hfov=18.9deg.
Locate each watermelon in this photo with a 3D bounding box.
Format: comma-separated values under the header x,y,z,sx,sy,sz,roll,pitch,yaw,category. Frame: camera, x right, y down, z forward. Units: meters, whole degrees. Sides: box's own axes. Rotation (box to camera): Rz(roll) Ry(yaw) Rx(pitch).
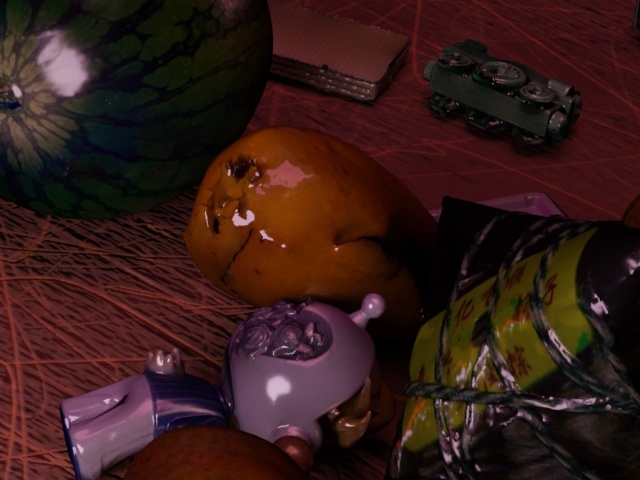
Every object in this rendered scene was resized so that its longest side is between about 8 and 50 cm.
x,y,z,sx,sy,sz,roll,pitch,yaw,category
-0.219,-0.186,1.824,0.363,0.363,0.363,4,36,-3,watermelon

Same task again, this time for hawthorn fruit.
x,y,z,sx,sy,sz,roll,pitch,yaw,category
-0.051,0.254,1.369,0.248,0.208,0.208,28,34,-11,hawthorn fruit

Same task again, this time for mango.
x,y,z,sx,sy,sz,roll,pitch,yaw,category
0.000,0.000,1.691,0.201,0.287,0.152,-17,61,26,mango

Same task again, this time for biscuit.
x,y,z,sx,sy,sz,roll,pitch,yaw,category
-0.011,-0.214,2.135,0.199,0.040,0.121,17,35,14,biscuit

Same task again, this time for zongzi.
x,y,z,sx,sy,sz,roll,pitch,yaw,category
0.192,0.060,1.507,0.319,0.383,0.362,35,41,-37,zongzi

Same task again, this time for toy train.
x,y,z,sx,sy,sz,roll,pitch,yaw,category
0.198,-0.158,2.065,0.178,0.071,0.105,25,29,27,toy train

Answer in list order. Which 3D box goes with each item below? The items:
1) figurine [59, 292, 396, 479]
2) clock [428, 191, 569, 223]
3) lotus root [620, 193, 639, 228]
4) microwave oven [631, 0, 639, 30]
x,y,z,sx,sy,sz,roll,pitch,yaw,category
-0.079,0.125,1.592,0.274,0.133,0.194,-4,23,9,figurine
0.187,0.041,1.788,0.150,0.063,0.197,-11,39,-22,clock
0.328,0.012,1.829,0.108,0.094,0.190,-13,27,39,lotus root
0.476,-0.274,2.179,0.208,0.162,0.122,32,43,33,microwave oven
